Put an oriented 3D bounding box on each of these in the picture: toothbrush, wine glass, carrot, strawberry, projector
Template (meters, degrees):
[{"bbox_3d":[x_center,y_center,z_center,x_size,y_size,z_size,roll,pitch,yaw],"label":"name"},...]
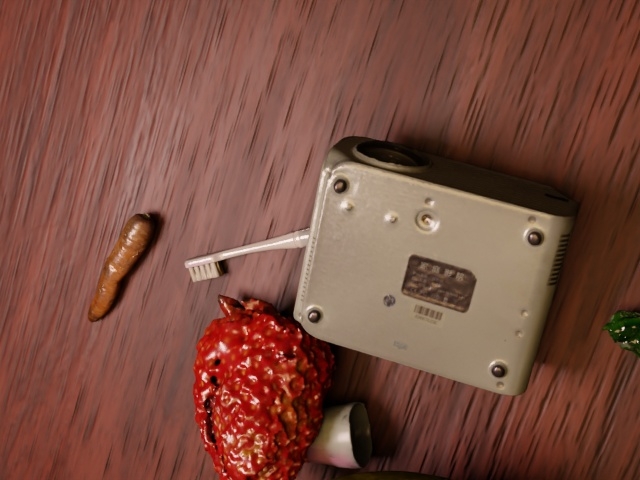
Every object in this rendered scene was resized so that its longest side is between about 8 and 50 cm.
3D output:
[{"bbox_3d":[-0.001,-0.002,1.172,0.342,0.025,0.030,-14,99,22],"label":"toothbrush"},{"bbox_3d":[-0.023,0.225,1.190,0.155,0.073,0.073,-11,94,23],"label":"wine glass"},{"bbox_3d":[-0.243,0.035,1.265,0.035,0.035,0.165,38,111,12],"label":"carrot"},{"bbox_3d":[-0.086,0.175,1.144,0.174,0.098,0.228,7,67,28],"label":"strawberry"},{"bbox_3d":[0.113,0.022,1.068,0.250,0.108,0.198,17,111,13],"label":"projector"}]

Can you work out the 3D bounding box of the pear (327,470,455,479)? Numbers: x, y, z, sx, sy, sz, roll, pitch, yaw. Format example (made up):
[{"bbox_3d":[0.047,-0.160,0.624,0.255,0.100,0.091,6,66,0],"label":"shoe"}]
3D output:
[{"bbox_3d":[0.086,0.408,1.038,0.413,0.352,0.352,44,110,-1],"label":"pear"}]

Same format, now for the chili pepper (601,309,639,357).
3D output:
[{"bbox_3d":[0.359,0.203,1.049,0.122,0.065,0.279,-6,94,30],"label":"chili pepper"}]
